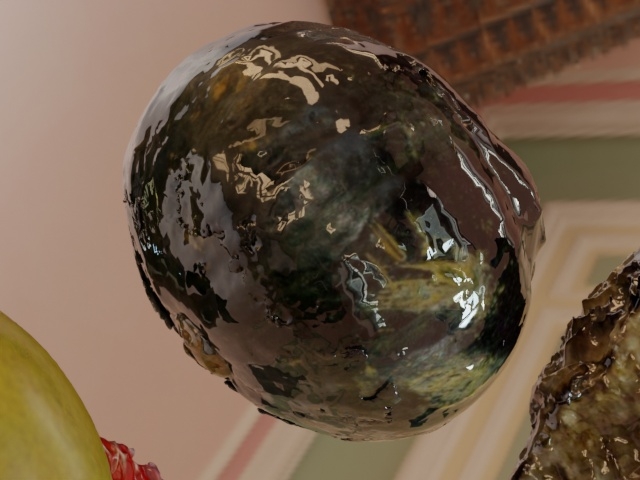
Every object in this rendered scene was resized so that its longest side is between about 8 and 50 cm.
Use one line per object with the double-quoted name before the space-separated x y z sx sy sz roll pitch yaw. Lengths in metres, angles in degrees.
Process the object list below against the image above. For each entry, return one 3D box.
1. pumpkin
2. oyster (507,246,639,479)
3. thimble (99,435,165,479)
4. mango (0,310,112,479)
"pumpkin" 0.000 0.000 1.356 0.454 0.454 0.344 16 -122 44
"oyster" 0.279 0.183 1.295 0.204 0.396 0.111 35 -168 21
"thimble" -0.156 0.238 0.963 0.125 0.163 0.189 -36 -129 2
"mango" -0.185 0.155 0.562 0.211 0.317 0.173 3 -172 -9
